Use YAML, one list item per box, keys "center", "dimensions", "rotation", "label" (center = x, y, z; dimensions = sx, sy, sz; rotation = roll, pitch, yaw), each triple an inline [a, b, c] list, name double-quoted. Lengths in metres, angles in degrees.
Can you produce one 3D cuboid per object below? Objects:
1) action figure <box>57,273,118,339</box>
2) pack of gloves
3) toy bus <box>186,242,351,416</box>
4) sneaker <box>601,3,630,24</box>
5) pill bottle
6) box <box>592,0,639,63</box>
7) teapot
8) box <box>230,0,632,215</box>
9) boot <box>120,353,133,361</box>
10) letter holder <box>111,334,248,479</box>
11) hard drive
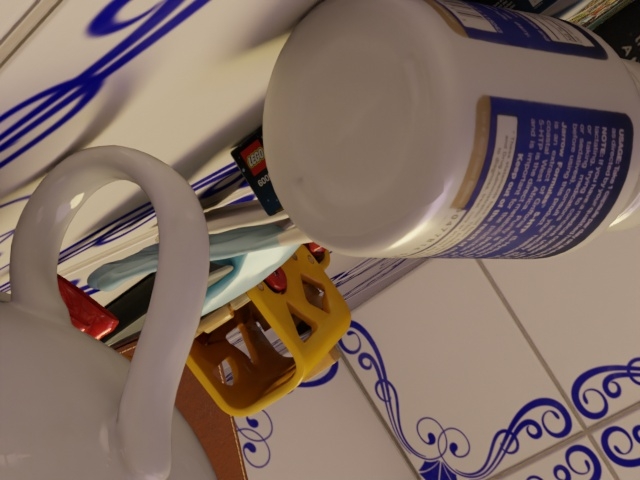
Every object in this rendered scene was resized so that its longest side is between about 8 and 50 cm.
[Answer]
- center: [-0.248, 0.118, 0.902]
  dimensions: [0.280, 0.139, 0.091]
  rotation: [-55, 170, 5]
  label: "action figure"
- center: [0.000, 0.000, 0.926]
  dimensions: [0.232, 0.046, 0.195]
  rotation: [-11, -173, 26]
  label: "pack of gloves"
- center: [-0.030, 0.065, 1.345]
  dimensions: [0.202, 0.104, 0.191]
  rotation: [-37, -177, -18]
  label: "toy bus"
- center: [0.219, -0.121, 1.367]
  dimensions: [0.092, 0.087, 0.229]
  rotation: [-31, 178, -34]
  label: "sneaker"
- center: [0.076, -0.047, 0.734]
  dimensions: [0.187, 0.112, 0.112]
  rotation: [2, 151, -45]
  label: "pill bottle"
- center: [0.497, -0.115, 0.923]
  dimensions: [0.480, 0.297, 0.472]
  rotation: [-12, 166, -42]
  label: "box"
- center: [-0.163, 0.103, 0.691]
  dimensions: [0.256, 0.187, 0.252]
  rotation: [-14, 144, -12]
  label: "teapot"
- center: [0.079, -0.103, 0.884]
  dimensions: [0.233, 0.044, 0.159]
  rotation: [-35, 174, 37]
  label: "box"
- center: [-0.251, 0.200, 1.321]
  dimensions: [0.295, 0.104, 0.211]
  rotation: [-39, 160, -10]
  label: "boot"
- center: [-0.237, 0.200, 1.533]
  dimensions: [0.152, 0.214, 0.302]
  rotation: [9, -153, 43]
  label: "letter holder"
- center: [-0.113, 0.039, 1.253]
  dimensions: [0.094, 0.022, 0.135]
  rotation: [-34, 175, 30]
  label: "hard drive"
